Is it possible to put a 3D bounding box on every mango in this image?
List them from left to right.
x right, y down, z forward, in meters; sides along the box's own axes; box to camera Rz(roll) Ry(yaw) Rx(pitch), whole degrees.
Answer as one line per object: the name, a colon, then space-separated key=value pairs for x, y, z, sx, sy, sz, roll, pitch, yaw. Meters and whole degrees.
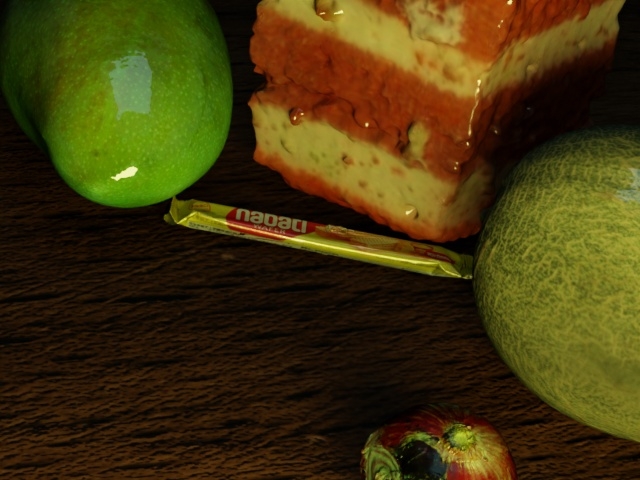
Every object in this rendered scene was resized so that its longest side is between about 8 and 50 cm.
mango: x=-0.196 y=-0.152 z=1.840 sx=0.225 sy=0.201 sz=0.382 roll=19 pitch=28 yaw=-18

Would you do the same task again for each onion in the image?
onion: x=0.088 y=0.174 z=1.412 sx=0.118 sy=0.118 sz=0.117 roll=-8 pitch=65 yaw=-32

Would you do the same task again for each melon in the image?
melon: x=0.278 y=0.044 z=1.571 sx=0.329 sy=0.248 sz=0.248 roll=26 pitch=30 yaw=15

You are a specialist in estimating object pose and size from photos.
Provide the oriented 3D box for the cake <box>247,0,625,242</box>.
cake: x=0.113 y=-0.184 z=1.868 sx=0.269 sy=0.319 sz=0.270 roll=26 pitch=33 yaw=29

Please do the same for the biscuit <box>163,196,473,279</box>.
biscuit: x=0.000 y=0.000 z=1.798 sx=0.292 sy=0.026 sz=0.048 roll=11 pitch=31 yaw=-4
